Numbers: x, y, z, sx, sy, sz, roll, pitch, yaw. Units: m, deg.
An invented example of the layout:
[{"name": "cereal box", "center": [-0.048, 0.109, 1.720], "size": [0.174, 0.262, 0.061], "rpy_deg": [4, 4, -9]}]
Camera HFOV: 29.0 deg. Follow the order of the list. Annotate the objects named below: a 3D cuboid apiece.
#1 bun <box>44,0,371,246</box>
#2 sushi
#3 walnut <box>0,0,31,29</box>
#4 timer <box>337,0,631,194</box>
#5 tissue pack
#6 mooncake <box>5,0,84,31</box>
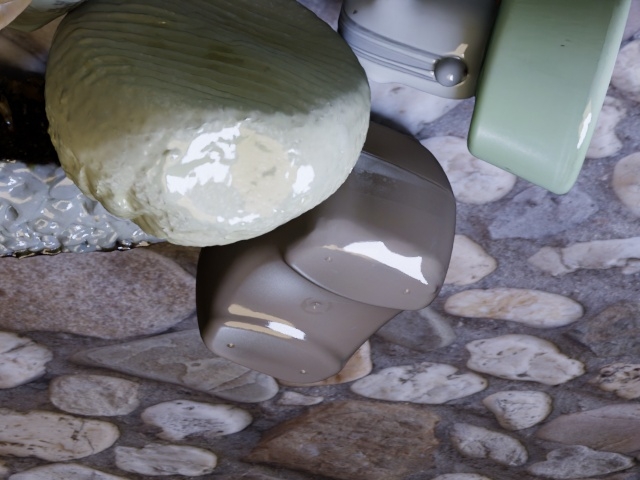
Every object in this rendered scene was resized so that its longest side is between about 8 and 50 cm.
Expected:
[{"name": "bun", "center": [-0.126, -0.133, 1.367], "size": [0.349, 0.352, 0.227], "rpy_deg": [18, 130, 2]}, {"name": "sushi", "center": [-0.319, -0.108, 1.555], "size": [0.349, 0.207, 0.234], "rpy_deg": [0, 137, -20]}, {"name": "walnut", "center": [-0.312, -0.284, 0.935], "size": [0.285, 0.285, 0.296], "rpy_deg": [18, 170, -34]}, {"name": "timer", "center": [0.173, -0.231, 1.421], "size": [0.315, 0.290, 0.290], "rpy_deg": [16, 150, 8]}, {"name": "tissue pack", "center": [0.000, 0.000, 1.725], "size": [0.267, 0.276, 0.387], "rpy_deg": [20, 140, -24]}, {"name": "mooncake", "center": [-0.324, -0.324, 1.222], "size": [0.250, 0.136, 0.254], "rpy_deg": [27, 162, -36]}]
